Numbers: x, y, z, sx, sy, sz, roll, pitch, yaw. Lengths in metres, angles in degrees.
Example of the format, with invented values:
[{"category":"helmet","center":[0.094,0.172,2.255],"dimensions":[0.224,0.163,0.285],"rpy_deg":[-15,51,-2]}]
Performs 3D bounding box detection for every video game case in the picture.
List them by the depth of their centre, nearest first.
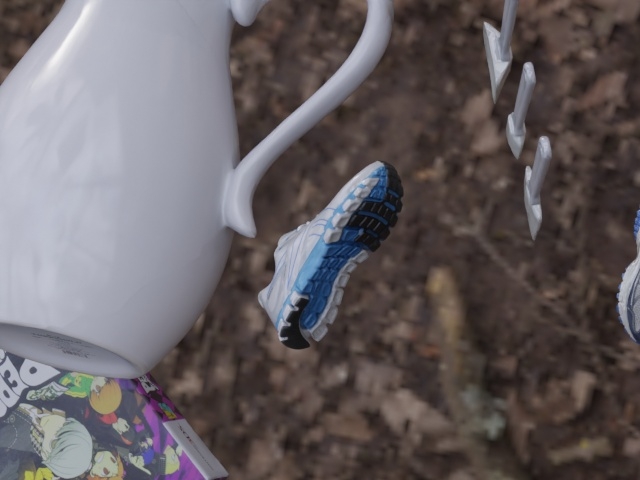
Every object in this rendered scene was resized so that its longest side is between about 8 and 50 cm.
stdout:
[{"category":"video game case","center":[-0.210,0.152,1.329],"dimensions":[0.232,0.042,0.210],"rpy_deg":[-42,75,13]}]

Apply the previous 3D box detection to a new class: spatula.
[{"category":"spatula","center":[0.148,-0.102,1.489],"dimensions":[0.242,0.019,0.168],"rpy_deg":[72,-171,-78]}]

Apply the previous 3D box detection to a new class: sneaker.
[{"category":"sneaker","center":[0.283,0.028,1.616],"dimensions":[0.058,0.052,0.135],"rpy_deg":[24,118,41]},{"category":"sneaker","center":[0.000,0.000,1.797],"dimensions":[0.190,0.071,0.083],"rpy_deg":[-56,46,12]}]

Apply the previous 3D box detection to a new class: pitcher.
[{"category":"pitcher","center":[-0.068,-0.045,0.880],"dimensions":[0.178,0.125,0.207],"rpy_deg":[8,73,23]}]
